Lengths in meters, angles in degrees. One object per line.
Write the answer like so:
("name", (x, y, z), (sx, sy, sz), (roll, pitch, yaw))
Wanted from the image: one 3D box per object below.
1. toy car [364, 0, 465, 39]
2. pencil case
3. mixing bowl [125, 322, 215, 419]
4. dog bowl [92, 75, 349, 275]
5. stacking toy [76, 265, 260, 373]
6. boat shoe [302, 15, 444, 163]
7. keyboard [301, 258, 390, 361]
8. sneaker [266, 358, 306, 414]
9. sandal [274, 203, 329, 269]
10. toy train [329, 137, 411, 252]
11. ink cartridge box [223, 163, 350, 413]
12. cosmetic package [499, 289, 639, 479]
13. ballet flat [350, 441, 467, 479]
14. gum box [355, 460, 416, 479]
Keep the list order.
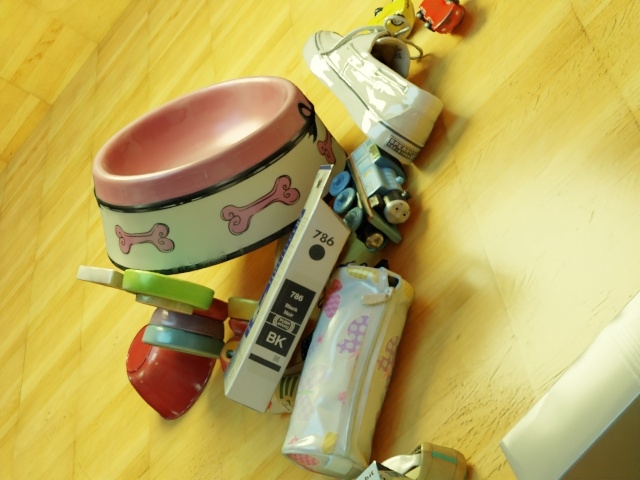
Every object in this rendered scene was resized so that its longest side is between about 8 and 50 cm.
("toy car", (0.182, -0.407, 1.922), (0.239, 0.053, 0.225), (5, 69, 60))
("pencil case", (0.039, 0.167, 1.556), (0.124, 0.113, 0.273), (-12, 54, 52))
("mixing bowl", (-0.262, 0.198, 2.048), (0.181, 0.098, 0.181), (-41, 33, 35))
("dog bowl", (-0.170, -0.116, 1.899), (0.408, 0.150, 0.408), (-18, 25, 8))
("stacking toy", (-0.208, 0.135, 1.822), (0.309, 0.279, 0.130), (2, 77, 52))
("boat shoe", (0.091, -0.267, 1.856), (0.156, 0.136, 0.367), (-53, 31, 15))
("keyboard", (0.026, 0.098, 1.725), (0.192, 0.038, 0.100), (-47, 30, 23))
("sneaker", (-0.032, 0.216, 1.688), (0.161, 0.057, 0.075), (-33, 33, 37))
("sandal", (-0.002, -0.005, 1.826), (0.079, 0.088, 0.240), (-9, 39, 23))
("toy train", (0.076, -0.063, 1.753), (0.105, 0.080, 0.184), (-44, 31, 18))
("ink cartridge box", (-0.035, 0.059, 1.644), (0.165, 0.065, 0.332), (-139, 73, -84))
("cosmetic package", (0.293, 0.158, 1.127), (0.238, 0.127, 0.107), (-54, 27, 16))
("ballet flat", (0.070, 0.292, 1.428), (0.232, 0.073, 0.080), (-40, 34, 35))
("gum box", (0.118, 0.324, 1.228), (0.041, 0.157, 0.184), (-49, 30, 23))
